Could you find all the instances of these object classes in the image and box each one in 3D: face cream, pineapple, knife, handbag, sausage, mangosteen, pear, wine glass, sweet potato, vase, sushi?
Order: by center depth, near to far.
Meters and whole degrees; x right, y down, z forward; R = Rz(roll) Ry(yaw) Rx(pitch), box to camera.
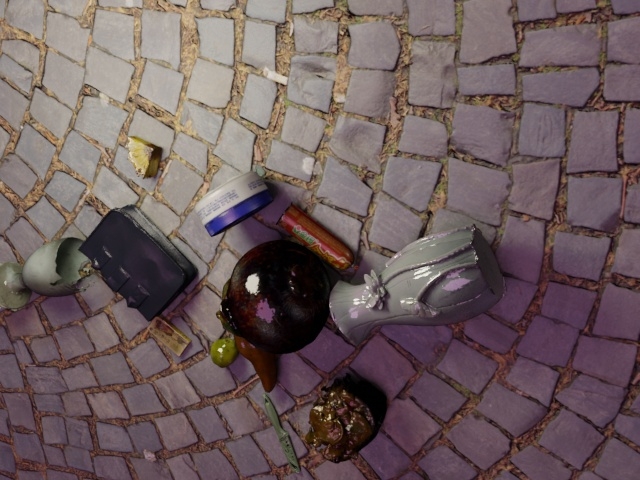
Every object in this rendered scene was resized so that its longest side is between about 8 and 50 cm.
[{"bbox_3d":[0.241,0.132,1.747,0.445,0.250,0.250,-23,98,28],"label":"vase"},{"bbox_3d":[-0.120,0.159,1.848,0.330,0.330,0.330,6,110,18],"label":"mangosteen"},{"bbox_3d":[-0.242,-0.105,1.853,0.206,0.206,0.111,-31,90,26],"label":"face cream"},{"bbox_3d":[0.000,0.000,1.872,0.264,0.083,0.083,37,116,5],"label":"sausage"},{"bbox_3d":[0.070,0.519,1.947,0.200,0.204,0.213,23,109,17],"label":"sushi"},{"bbox_3d":[-0.524,-0.256,1.984,0.116,0.069,0.137,-24,96,26],"label":"pineapple"},{"bbox_3d":[-0.205,0.302,2.032,0.112,0.112,0.359,-22,96,25],"label":"sweet potato"},{"bbox_3d":[-0.576,0.076,2.090,0.269,0.118,0.326,-43,88,20],"label":"handbag"},{"bbox_3d":[-0.303,0.357,2.098,0.092,0.092,0.097,14,111,16],"label":"pear"},{"bbox_3d":[-0.125,0.623,2.157,0.043,0.020,0.293,-15,102,23],"label":"knife"},{"bbox_3d":[-0.902,0.109,2.182,0.357,0.190,0.190,-15,102,23],"label":"wine glass"}]

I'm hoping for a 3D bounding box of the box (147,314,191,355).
[{"bbox_3d":[-0.497,0.307,2.189,0.149,0.020,0.073,39,117,5],"label":"box"}]
